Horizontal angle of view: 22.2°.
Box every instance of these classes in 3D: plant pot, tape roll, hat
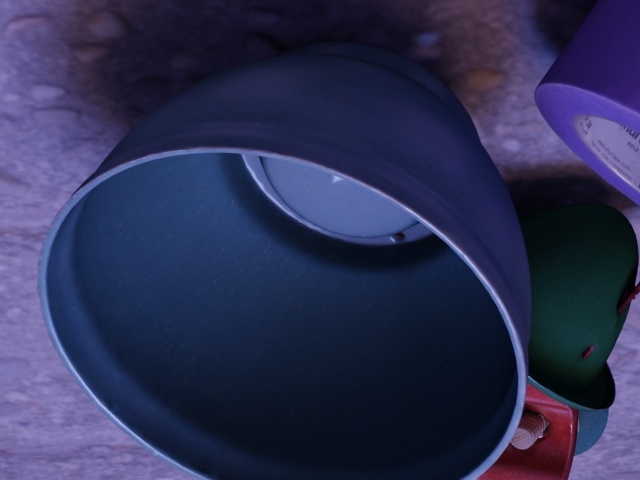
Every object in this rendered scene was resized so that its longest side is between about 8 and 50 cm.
[{"bbox_3d":[0.000,0.000,1.011,0.293,0.196,0.293,11,134,12],"label":"plant pot"},{"bbox_3d":[0.227,-0.067,0.975,0.080,0.189,0.189,-53,135,-6],"label":"tape roll"},{"bbox_3d":[0.206,-0.006,1.133,0.173,0.208,0.183,46,111,3],"label":"hat"}]

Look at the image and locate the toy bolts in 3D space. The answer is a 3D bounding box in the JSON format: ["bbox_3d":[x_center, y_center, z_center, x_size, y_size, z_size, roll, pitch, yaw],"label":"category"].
[{"bbox_3d":[0.113,0.083,1.241,0.228,0.158,0.218,14,109,22],"label":"toy bolts"}]
